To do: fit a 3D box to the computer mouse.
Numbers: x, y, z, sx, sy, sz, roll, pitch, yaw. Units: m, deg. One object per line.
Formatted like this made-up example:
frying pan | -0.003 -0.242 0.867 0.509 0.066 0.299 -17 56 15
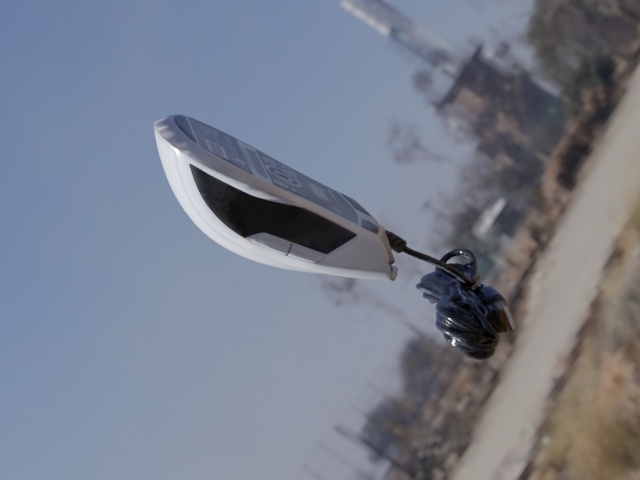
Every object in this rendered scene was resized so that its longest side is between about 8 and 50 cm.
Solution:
computer mouse | 0.000 0.000 0.834 0.042 0.193 0.106 -60 18 13
